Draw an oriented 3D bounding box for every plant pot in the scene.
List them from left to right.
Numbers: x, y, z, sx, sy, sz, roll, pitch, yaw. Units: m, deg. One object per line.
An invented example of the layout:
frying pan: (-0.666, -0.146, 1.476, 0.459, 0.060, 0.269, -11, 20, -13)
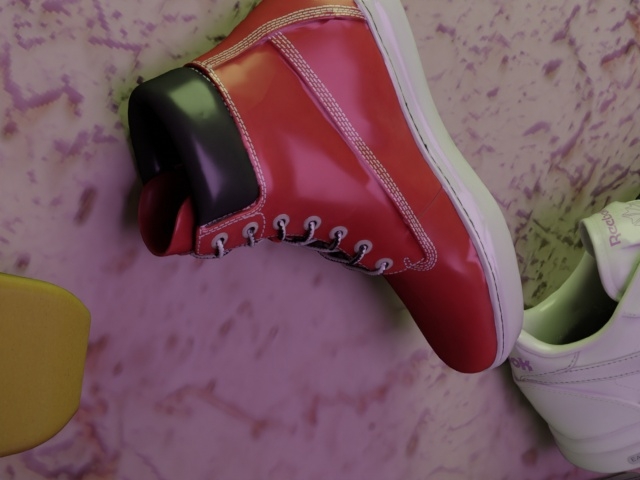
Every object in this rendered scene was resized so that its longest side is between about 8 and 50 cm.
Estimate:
plant pot: (-0.147, 0.050, 0.646, 0.083, 0.081, 0.081, 7, 92, -53)

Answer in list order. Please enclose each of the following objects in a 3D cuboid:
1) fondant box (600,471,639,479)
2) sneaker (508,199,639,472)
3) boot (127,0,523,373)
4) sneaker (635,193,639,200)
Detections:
fondant box: (0.237, 0.235, 0.851, 0.238, 0.330, 0.096, -5, 100, -41)
sneaker: (0.250, 0.020, 0.902, 0.305, 0.114, 0.152, -35, 116, 10)
boot: (0.000, 0.000, 0.767, 0.176, 0.088, 0.244, -40, 113, -30)
sneaker: (0.291, 0.019, 1.043, 0.234, 0.084, 0.097, 6, 104, -32)
